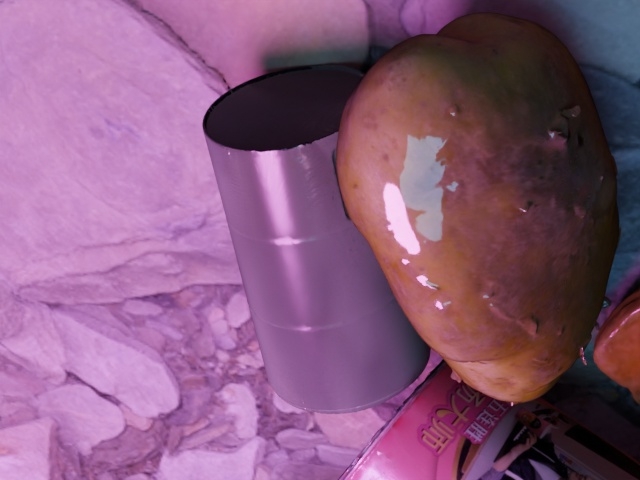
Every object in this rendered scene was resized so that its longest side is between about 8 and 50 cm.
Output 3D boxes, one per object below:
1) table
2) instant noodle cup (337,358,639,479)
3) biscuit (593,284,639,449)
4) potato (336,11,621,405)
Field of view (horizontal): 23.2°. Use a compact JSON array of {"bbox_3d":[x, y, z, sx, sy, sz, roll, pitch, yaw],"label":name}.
[{"bbox_3d":[0.000,0.000,1.116,0.126,0.126,0.220,-3,122,18],"label":"table"},{"bbox_3d":[0.150,0.216,1.156,0.255,0.244,0.244,40,127,11],"label":"instant noodle cup"},{"bbox_3d":[0.356,0.073,1.108,0.269,0.051,0.376,31,129,-8],"label":"biscuit"},{"bbox_3d":[0.119,-0.016,1.039,0.141,0.191,0.296,19,141,42],"label":"potato"}]
